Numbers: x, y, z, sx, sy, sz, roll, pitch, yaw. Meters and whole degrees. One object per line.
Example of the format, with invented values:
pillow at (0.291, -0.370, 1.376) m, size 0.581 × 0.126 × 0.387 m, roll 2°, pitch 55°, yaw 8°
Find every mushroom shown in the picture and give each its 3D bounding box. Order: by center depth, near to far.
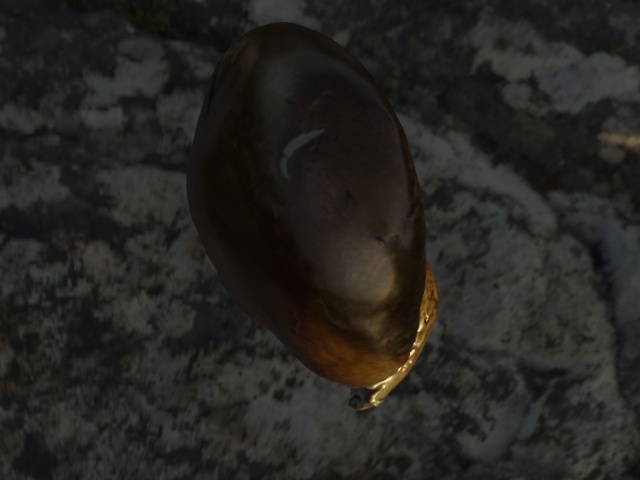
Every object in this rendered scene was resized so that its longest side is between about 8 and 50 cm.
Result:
mushroom at (-0.002, 0.001, 0.516) m, size 0.080 × 0.170 × 0.135 m, roll -25°, pitch 34°, yaw -4°
